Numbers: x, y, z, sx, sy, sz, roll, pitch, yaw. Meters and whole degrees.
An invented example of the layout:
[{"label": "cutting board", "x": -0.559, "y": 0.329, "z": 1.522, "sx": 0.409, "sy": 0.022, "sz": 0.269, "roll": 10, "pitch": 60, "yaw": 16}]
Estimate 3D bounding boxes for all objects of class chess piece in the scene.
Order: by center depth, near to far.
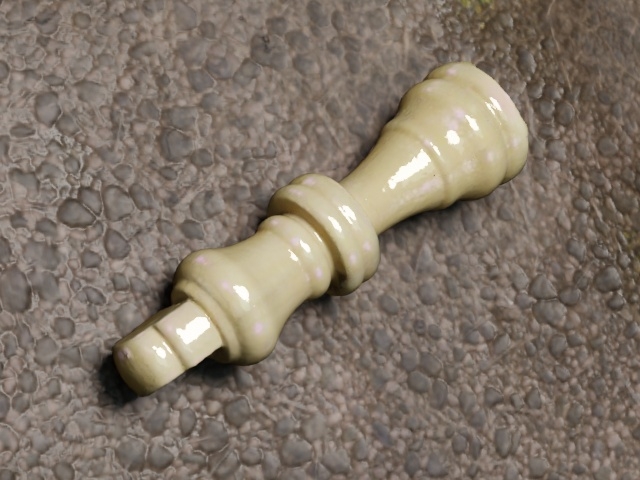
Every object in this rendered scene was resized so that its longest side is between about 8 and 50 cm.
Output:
[{"label": "chess piece", "x": 0.000, "y": 0.000, "z": 1.144, "sx": 0.397, "sy": 0.117, "sz": 0.117, "roll": -37, "pitch": 96, "yaw": -27}]
